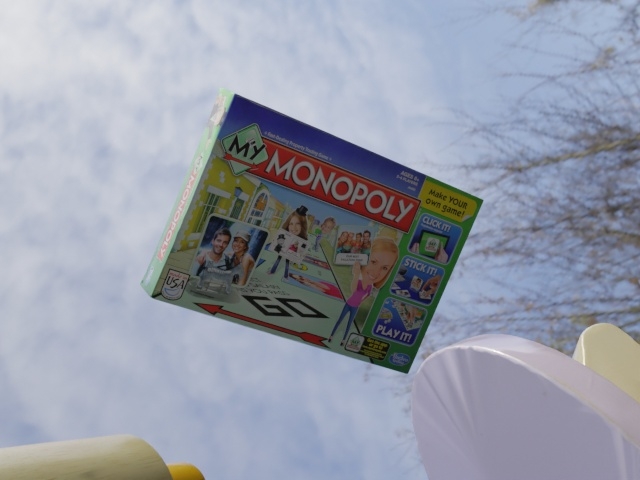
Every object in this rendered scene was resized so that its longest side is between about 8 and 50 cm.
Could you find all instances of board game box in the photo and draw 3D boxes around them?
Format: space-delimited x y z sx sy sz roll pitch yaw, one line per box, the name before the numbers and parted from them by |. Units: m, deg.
board game box | 0.000 0.000 0.991 0.317 0.046 0.213 19 -83 -29

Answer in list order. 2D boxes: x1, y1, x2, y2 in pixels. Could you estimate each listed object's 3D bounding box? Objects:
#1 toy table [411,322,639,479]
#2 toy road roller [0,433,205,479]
toy table | 0.200 0.145 0.556 0.161 0.252 0.274 -14 -128 -31
toy road roller | -0.183 0.305 0.587 0.202 0.240 0.329 4 -116 -45
